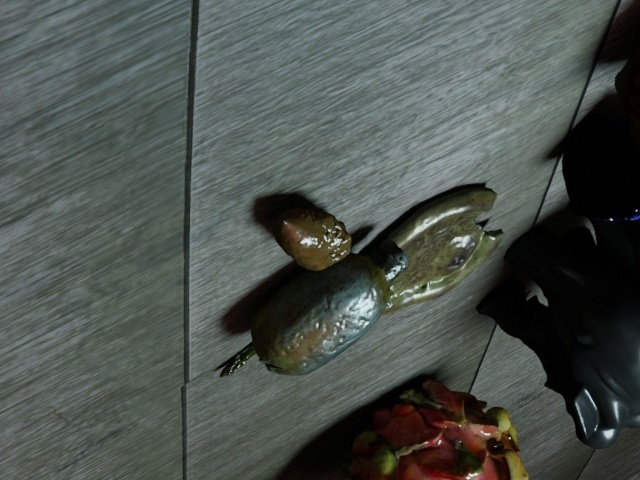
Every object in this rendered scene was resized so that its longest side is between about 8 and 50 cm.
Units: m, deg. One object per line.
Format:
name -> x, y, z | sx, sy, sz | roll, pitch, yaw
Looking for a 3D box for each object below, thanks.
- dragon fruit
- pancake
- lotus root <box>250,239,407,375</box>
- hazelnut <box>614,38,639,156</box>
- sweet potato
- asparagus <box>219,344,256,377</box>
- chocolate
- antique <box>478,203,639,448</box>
dragon fruit -> 0.175, 0.335, 2.264 | 0.314, 0.296, 0.263 | -67, 180, -80
pancake -> 0.118, 0.019, 1.862 | 0.212, 0.029, 0.235 | -34, 157, 2
lotus root -> 0.011, 0.069, 1.732 | 0.192, 0.088, 0.113 | -36, 152, 2
hazelnut -> 0.415, -0.155, 1.696 | 0.229, 0.229, 0.229 | -30, 158, -13
sweet potato -> 0.000, 0.000, 1.613 | 0.068, 0.060, 0.206 | -4, 174, 13
asparagus -> -0.067, 0.115, 1.810 | 0.114, 0.014, 0.015 | -40, 157, 11
chocolate -> 0.427, -0.114, 1.926 | 0.343, 0.126, 0.148 | -17, 111, -45
antique -> 0.349, 0.107, 2.080 | 0.185, 0.255, 0.322 | -27, 160, -25
